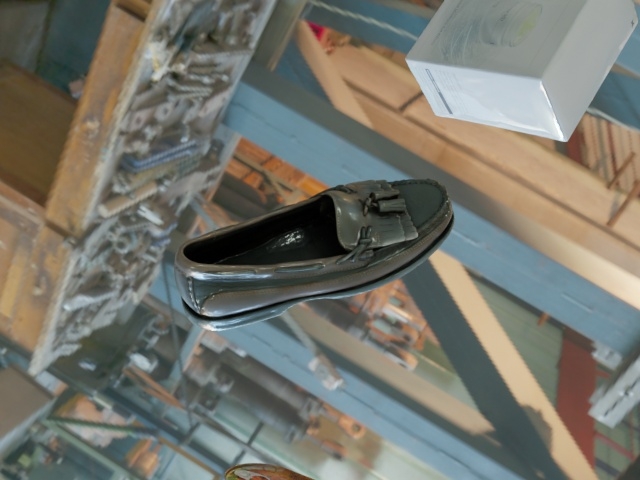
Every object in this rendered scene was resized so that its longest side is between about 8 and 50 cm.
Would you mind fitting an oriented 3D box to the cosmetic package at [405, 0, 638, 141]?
[{"bbox_3d":[0.284,-0.282,1.122,0.224,0.225,0.138,-57,138,-15],"label":"cosmetic package"}]

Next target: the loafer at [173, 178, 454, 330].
[{"bbox_3d":[0.000,0.000,0.709,0.268,0.096,0.084,-22,141,-10],"label":"loafer"}]

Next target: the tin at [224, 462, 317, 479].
[{"bbox_3d":[-0.022,0.297,0.879,0.106,0.190,0.040,9,95,-66],"label":"tin"}]
